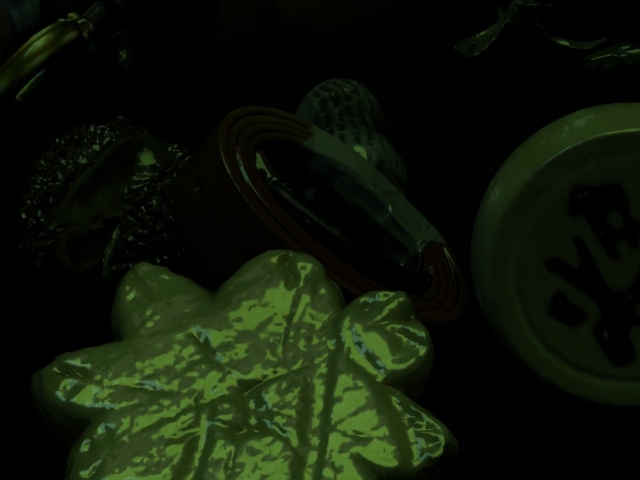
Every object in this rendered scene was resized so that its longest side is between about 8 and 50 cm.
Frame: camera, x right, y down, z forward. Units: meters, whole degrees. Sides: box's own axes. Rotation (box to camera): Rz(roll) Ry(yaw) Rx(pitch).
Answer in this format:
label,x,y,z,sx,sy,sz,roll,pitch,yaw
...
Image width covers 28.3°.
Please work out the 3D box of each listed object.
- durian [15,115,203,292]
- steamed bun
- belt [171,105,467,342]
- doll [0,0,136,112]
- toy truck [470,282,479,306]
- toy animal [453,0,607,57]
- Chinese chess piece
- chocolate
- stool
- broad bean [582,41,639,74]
label,x,y,z,sx,sy,sz,roll,pitch,yaw
durian,-0.178,-0.031,1.175,0.196,0.167,0.196,26,20,-10
steamed bun,-0.062,0.140,0.920,0.292,0.137,0.295,38,60,26
belt,0.000,0.000,1.085,0.261,0.105,0.184,34,37,-10
doll,-0.346,-0.259,1.469,0.318,0.209,0.340,-10,15,43
toy truck,0.236,0.000,1.217,0.116,0.110,0.216,29,37,12
toy animal,0.271,-0.310,1.702,0.219,0.095,0.155,0,38,-10
Chinese chess piece,0.254,0.013,1.055,0.257,0.257,0.104,7,16,3
chocolate,0.027,-0.085,1.309,0.110,0.110,0.248,-1,30,-9
stool,-0.055,-0.310,1.576,0.264,0.179,0.179,-18,40,-31
broad bean,0.440,-0.234,1.654,0.195,0.046,0.061,10,31,4
